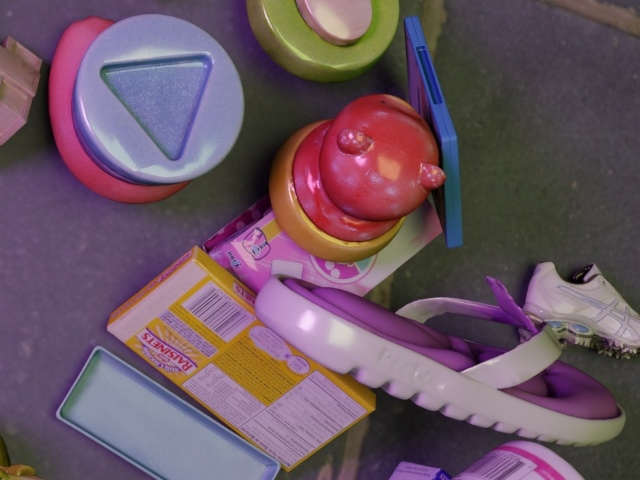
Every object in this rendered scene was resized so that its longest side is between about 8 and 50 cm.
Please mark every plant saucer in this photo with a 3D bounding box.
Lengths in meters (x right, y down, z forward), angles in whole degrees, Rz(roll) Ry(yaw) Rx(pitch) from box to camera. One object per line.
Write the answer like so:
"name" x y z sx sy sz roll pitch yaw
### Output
"plant saucer" -0.123 0.162 1.341 0.192 0.018 0.067 36 72 -21

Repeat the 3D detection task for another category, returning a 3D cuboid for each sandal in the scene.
"sandal" 0.130 0.084 1.354 0.416 0.169 0.102 17 103 -45

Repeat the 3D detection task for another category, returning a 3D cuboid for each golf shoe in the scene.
"golf shoe" 0.268 0.065 1.539 0.176 0.069 0.086 13 76 -29

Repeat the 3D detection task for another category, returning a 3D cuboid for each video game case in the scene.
"video game case" 0.094 -0.092 1.377 0.015 0.166 0.119 -9 133 -2

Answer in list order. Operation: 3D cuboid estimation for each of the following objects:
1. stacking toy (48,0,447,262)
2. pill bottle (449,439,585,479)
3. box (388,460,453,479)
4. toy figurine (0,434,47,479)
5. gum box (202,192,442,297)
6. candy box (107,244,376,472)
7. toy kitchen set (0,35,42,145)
"stacking toy" -0.043 -0.147 1.293 0.309 0.130 0.280 12 74 -19
"pill bottle" 0.092 0.293 1.296 0.283 0.160 0.160 -31 103 -25
"box" 0.092 0.283 1.429 0.126 0.072 0.137 42 70 -21
"toy figurine" -0.363 0.064 1.127 0.362 0.191 0.217 4 82 -30
"gum box" 0.000 0.000 1.392 0.188 0.062 0.107 -38 106 -24
"candy box" -0.062 0.099 1.339 0.206 0.105 0.027 41 30 -22
"toy kitchen set" -0.267 -0.115 1.267 0.068 0.075 0.083 37 32 -26
